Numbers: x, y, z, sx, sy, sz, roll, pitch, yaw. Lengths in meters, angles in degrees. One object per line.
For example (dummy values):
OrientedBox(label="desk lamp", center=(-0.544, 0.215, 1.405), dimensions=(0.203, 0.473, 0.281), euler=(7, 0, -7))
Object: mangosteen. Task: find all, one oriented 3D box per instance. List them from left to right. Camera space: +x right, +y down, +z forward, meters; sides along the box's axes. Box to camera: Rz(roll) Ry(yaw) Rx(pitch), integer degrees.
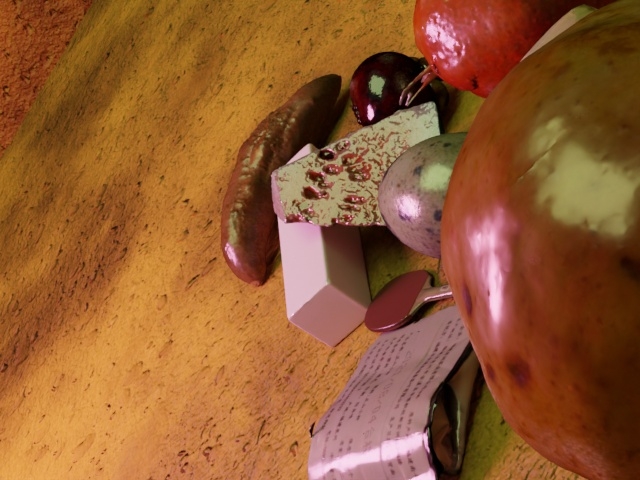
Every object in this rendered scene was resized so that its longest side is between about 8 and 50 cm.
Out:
OrientedBox(label="mangosteen", center=(0.107, -0.185, 1.806), dimensions=(0.140, 0.140, 0.140), euler=(-39, 31, 30))

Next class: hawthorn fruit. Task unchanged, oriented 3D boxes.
OrientedBox(label="hawthorn fruit", center=(0.197, -0.252, 1.617), dimensions=(0.299, 0.211, 0.211), euler=(-35, 33, 24))

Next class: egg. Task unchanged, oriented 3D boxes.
OrientedBox(label="egg", center=(0.142, -0.048, 1.556), dimensions=(0.182, 0.141, 0.141), euler=(-4, 56, 44))

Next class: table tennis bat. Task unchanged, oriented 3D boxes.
OrientedBox(label="table tennis bat", center=(0.106, 0.066, 1.627), dimensions=(0.156, 0.013, 0.087), euler=(-17, 36, 52))

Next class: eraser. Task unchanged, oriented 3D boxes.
OrientedBox(label="eraser", center=(0.000, 0.000, 1.807), dimensions=(0.076, 0.078, 0.298), euler=(-42, 30, 24))

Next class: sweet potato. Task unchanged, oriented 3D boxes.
OrientedBox(label="sweet potato", center=(-0.070, -0.098, 2.022), dimensions=(0.114, 0.092, 0.341), euler=(9, 66, 34))

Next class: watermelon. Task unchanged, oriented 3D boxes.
OrientedBox(label="watermelon", center=(0.043, -0.065, 1.723), dimensions=(0.241, 0.094, 0.154), euler=(-8, 59, 21))

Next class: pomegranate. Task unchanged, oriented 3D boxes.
OrientedBox(label="pomegranate", center=(0.277, 0.018, 1.059), dimensions=(0.410, 0.410, 0.410), euler=(-39, 31, 30))

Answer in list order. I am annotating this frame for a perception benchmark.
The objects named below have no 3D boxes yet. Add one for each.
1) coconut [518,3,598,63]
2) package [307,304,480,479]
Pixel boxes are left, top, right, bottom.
OrientedBox(label="coconut", center=(0.273, -0.141, 1.397), dimensions=(0.171, 0.171, 0.182), euler=(-146, 49, -63))
OrientedBox(label="package", center=(0.083, 0.171, 1.507), dimensions=(0.204, 0.062, 0.250), euler=(-19, 40, 48))
